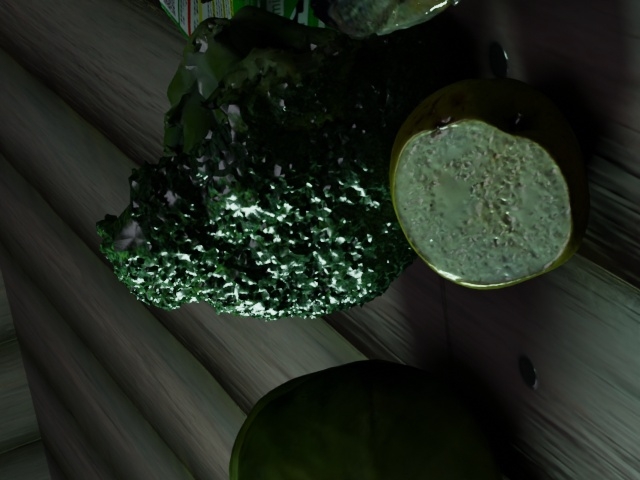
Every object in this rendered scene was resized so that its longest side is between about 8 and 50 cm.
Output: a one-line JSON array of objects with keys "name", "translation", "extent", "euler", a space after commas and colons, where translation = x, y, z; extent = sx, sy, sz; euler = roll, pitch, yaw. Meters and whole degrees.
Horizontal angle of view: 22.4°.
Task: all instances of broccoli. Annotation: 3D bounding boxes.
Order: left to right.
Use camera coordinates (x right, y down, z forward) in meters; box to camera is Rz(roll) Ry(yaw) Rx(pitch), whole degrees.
[{"name": "broccoli", "translation": [-0.030, -0.063, 1.188], "extent": [0.245, 0.294, 0.265], "euler": [44, 176, 32]}]

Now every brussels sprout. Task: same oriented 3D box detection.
[{"name": "brussels sprout", "translation": [0.041, 0.219, 1.314], "extent": [0.271, 0.219, 0.210], "euler": [-108, 9, -53]}]

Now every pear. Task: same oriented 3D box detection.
[{"name": "pear", "translation": [0.117, -0.044, 1.067], "extent": [0.141, 0.104, 0.141], "euler": [12, 123, 20]}]

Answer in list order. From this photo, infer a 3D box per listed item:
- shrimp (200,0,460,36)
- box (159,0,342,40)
[{"name": "shrimp", "translation": [0.026, -0.241, 1.056], "extent": [0.445, 0.085, 0.272], "euler": [-34, 62, 55]}, {"name": "box", "translation": [-0.061, -0.236, 1.376], "extent": [0.250, 0.103, 0.180], "euler": [-127, 28, -45]}]
